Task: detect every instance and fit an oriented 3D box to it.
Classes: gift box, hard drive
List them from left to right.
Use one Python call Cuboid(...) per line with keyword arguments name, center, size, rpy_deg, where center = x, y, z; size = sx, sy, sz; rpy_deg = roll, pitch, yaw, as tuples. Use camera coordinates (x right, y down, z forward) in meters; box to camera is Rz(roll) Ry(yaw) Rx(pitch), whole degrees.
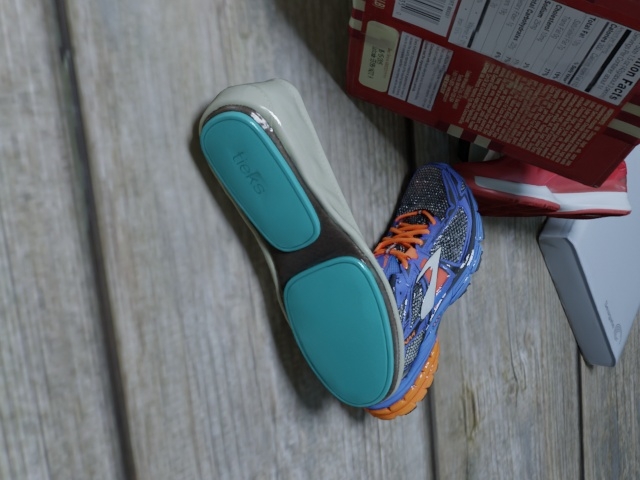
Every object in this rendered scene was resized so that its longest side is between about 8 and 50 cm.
Cuboid(name="gift box", center=(0.151, -0.233, 0.549), size=(0.255, 0.276, 0.258), rpy_deg=(108, 7, -71))
Cuboid(name="hard drive", center=(0.398, -0.045, 1.025), size=(0.353, 0.047, 0.233), rpy_deg=(-54, 129, -30))

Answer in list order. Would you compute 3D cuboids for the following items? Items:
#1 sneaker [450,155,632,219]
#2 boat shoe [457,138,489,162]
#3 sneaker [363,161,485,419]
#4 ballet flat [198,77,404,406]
Cuboid(name="sneaker", center=(0.207, -0.089, 0.756), size=(0.221, 0.087, 0.128), rpy_deg=(4, 83, -33))
Cuboid(name="boat shoe", center=(0.151, -0.137, 0.743), size=(0.049, 0.042, 0.133), rpy_deg=(-14, 117, -53))
Cuboid(name="sneaker", center=(0.068, 0.031, 0.638), size=(0.087, 0.083, 0.221), rpy_deg=(34, 66, -39))
Cuboid(name="ballet flat", center=(0.000, 0.000, 0.552), size=(0.086, 0.086, 0.248), rpy_deg=(-41, 115, -39))
